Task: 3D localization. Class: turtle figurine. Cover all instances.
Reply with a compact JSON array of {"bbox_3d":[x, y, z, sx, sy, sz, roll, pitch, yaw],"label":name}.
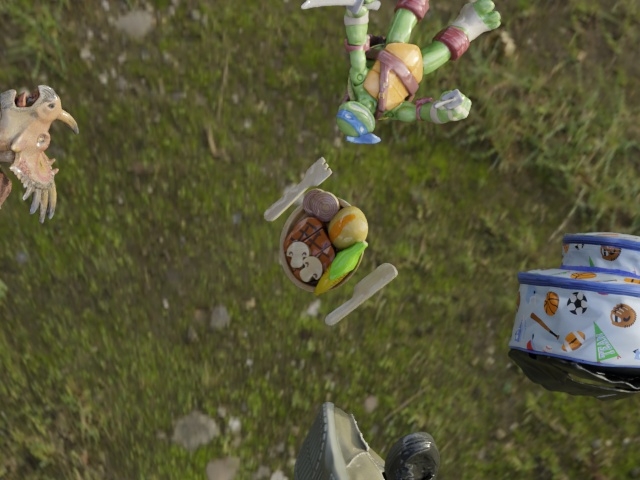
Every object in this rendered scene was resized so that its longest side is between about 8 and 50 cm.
[{"bbox_3d":[0.131,-0.258,1.643,0.198,0.274,0.266,27,63,20],"label":"turtle figurine"}]

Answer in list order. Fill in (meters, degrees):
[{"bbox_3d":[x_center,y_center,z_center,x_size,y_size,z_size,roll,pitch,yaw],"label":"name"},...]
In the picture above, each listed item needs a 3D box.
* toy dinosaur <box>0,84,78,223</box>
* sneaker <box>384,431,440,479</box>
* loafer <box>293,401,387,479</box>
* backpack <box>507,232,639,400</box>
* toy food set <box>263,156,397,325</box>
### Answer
[{"bbox_3d":[-0.373,-0.063,1.334,0.200,0.296,0.127,-7,84,-23],"label":"toy dinosaur"},{"bbox_3d":[0.083,0.258,1.111,0.051,0.170,0.089,0,36,-20],"label":"sneaker"},{"bbox_3d":[0.031,0.270,1.403,0.087,0.251,0.094,21,110,-15],"label":"loafer"},{"bbox_3d":[0.370,0.095,1.525,0.263,0.276,0.213,2,85,-25],"label":"backpack"},{"bbox_3d":[0.000,0.000,1.564,0.132,0.038,0.192,-41,63,18],"label":"toy food set"}]
